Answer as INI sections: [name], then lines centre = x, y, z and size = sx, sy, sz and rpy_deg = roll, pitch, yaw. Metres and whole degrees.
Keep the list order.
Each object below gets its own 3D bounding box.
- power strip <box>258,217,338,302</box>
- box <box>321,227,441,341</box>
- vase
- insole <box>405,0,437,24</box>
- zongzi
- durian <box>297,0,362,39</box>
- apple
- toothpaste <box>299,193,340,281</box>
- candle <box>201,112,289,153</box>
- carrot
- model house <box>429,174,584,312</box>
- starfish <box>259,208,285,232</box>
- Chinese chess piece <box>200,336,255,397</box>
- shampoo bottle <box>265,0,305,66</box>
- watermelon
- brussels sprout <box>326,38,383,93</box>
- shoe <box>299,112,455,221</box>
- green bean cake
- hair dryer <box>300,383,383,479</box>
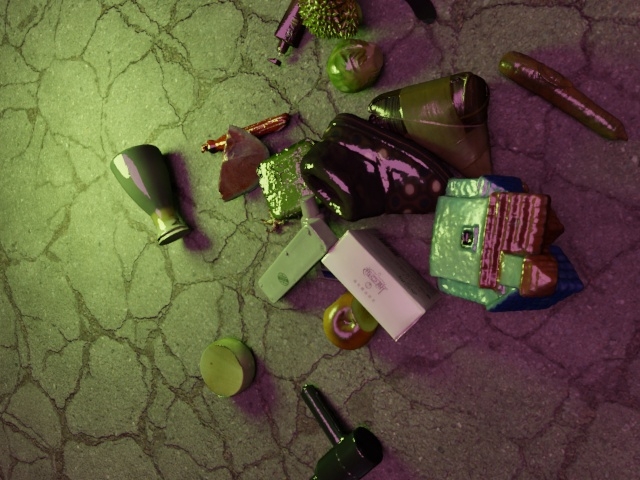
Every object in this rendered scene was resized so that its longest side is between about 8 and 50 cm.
[power strip]
centre = -0.077, 0.072, 1.272
size = 0.091, 0.062, 0.385
rpy_deg = 51, 139, 7
[box]
centre = 0.165, 0.101, 1.166
size = 0.274, 0.203, 0.116
rpy_deg = 47, 110, 15
[vase]
centre = -0.561, -0.149, 1.506
size = 0.173, 0.173, 0.321
rpy_deg = -31, 84, 22
[insole]
centre = 0.259, -0.639, 1.198
size = 0.053, 0.002, 0.152
rpy_deg = -44, 76, 20
[zongzi]
centre = 0.285, -0.242, 1.143
size = 0.290, 0.154, 0.317
rpy_deg = -4, 106, 34
[durian]
centre = 0.021, -0.664, 1.192
size = 0.177, 0.200, 0.236
rpy_deg = -4, 105, -12
[apple]
centre = 0.086, 0.223, 1.237
size = 0.163, 0.147, 0.146
rpy_deg = -42, 77, 18
[toothpaste]
centre = 0.001, 0.001, 1.254
size = 0.099, 0.069, 0.282
rpy_deg = 37, 150, 57
[candle]
centre = -0.241, -0.333, 1.412
size = 0.330, 0.048, 0.051
rpy_deg = -14, 79, 24
[carrot]
centre = 0.570, -0.339, 1.041
size = 0.342, 0.070, 0.070
rpy_deg = 41, 108, 15
[model house]
centre = 0.419, 0.009, 0.938
size = 0.252, 0.329, 0.294
rpy_deg = 5, 93, -15
[starfish]
centre = -0.148, -0.062, 1.394
size = 0.091, 0.028, 0.078
rpy_deg = -2, 86, 27
[Chinese chess piece]
centre = -0.303, 0.414, 1.460
size = 0.189, 0.083, 0.188
rpy_deg = 3, 97, 25
[shampoo bottle]
centre = -0.086, -0.633, 1.317
size = 0.068, 0.067, 0.236
rpy_deg = 29, 104, 11
[watermelon]
centre = -0.234, -0.233, 1.392
size = 0.146, 0.128, 0.231
rpy_deg = 8, 132, -12
[brussels sprout]
centre = 0.090, -0.477, 1.220
size = 0.155, 0.118, 0.154
rpy_deg = 0, 90, 34
[shoe]
centre = 0.139, -0.144, 1.132
size = 0.384, 0.171, 0.237
rpy_deg = 32, 76, 8
[green bean cake]
centre = -0.063, -0.176, 1.304
size = 0.215, 0.113, 0.200
rpy_deg = -20, 83, 23
[hair dryer]
centre = 0.006, 0.587, 1.327
size = 0.244, 0.116, 0.302
rpy_deg = -47, 63, 19
